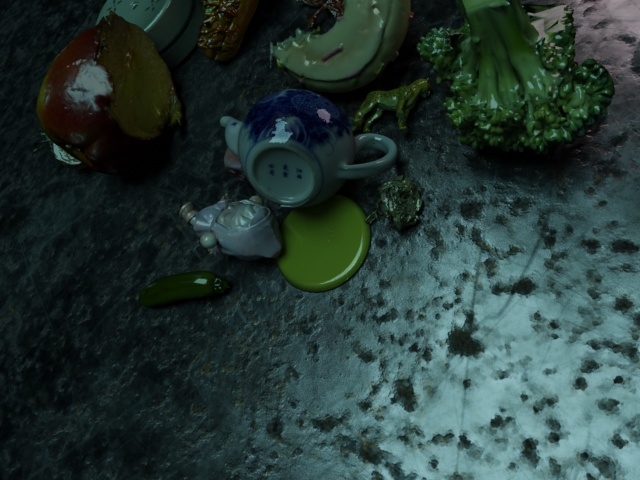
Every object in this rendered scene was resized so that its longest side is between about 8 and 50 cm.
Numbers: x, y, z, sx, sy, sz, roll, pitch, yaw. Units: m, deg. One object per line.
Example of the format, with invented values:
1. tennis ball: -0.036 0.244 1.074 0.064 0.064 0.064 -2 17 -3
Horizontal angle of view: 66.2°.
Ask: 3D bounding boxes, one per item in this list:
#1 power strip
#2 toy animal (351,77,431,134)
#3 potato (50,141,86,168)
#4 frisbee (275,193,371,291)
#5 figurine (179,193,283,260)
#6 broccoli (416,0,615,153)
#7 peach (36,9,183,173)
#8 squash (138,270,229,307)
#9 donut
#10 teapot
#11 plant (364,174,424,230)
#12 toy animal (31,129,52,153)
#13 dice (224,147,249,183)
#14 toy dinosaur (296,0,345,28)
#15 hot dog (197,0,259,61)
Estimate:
1. power strip: -0.559 -0.701 1.594 0.357 0.161 0.358 -11 64 23
2. toy animal: 0.152 -0.311 1.131 0.181 0.073 0.136 0 60 40
3. potato: -0.745 -0.273 1.555 0.171 0.089 0.101 -18 76 -15
4. frisbee: 0.000 0.000 1.089 0.235 0.017 0.236 -11 63 22
5. figurine: -0.206 -0.028 1.133 0.275 0.133 0.200 10 38 35
6. broccoli: 0.350 -0.329 0.926 0.277 0.318 0.338 -24 20 29
7. peach: -0.578 -0.410 1.366 0.352 0.339 0.417 23 77 28
8. squash: -0.336 0.113 1.174 0.257 0.069 0.069 -13 63 21
9. donut: 0.064 -0.523 1.141 0.307 0.150 0.371 32 116 15
10. teapot: -0.042 -0.214 1.077 0.423 0.253 0.280 9 41 10
11. plant: 0.149 -0.071 1.027 0.121 0.104 0.116 -27 17 45
12. toy animal: -0.811 -0.343 1.586 0.175 0.074 0.217 6 32 41
13. dice: -0.176 -0.199 1.220 0.094 0.091 0.093 18 77 30
14. toy dinosaur: 0.023 -0.683 1.328 0.206 0.113 0.328 -18 58 13
15. hot dog: -0.265 -0.697 1.420 0.158 0.117 0.349 39 109 32
